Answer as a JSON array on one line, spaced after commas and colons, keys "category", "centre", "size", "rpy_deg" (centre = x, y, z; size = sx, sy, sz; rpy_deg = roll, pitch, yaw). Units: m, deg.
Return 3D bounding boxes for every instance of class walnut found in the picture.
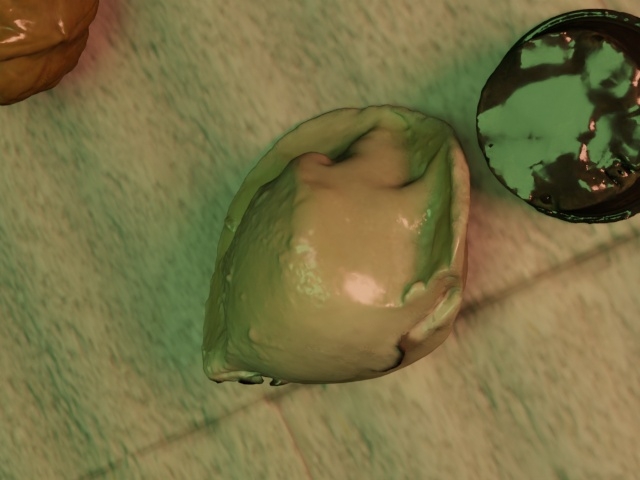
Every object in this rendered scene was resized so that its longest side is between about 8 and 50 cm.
[{"category": "walnut", "centre": [-0.288, -0.211, 0.886], "size": [0.213, 0.213, 0.213], "rpy_deg": [4, 99, 24]}]

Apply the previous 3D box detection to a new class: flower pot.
[{"category": "flower pot", "centre": [0.177, -0.083, 0.737], "size": [0.157, 0.107, 0.157], "rpy_deg": [5, 101, 25]}]

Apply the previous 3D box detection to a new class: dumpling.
[{"category": "dumpling", "centre": [-0.001, -0.002, 0.812], "size": [0.243, 0.175, 0.227], "rpy_deg": [-8, 64, 10]}]
